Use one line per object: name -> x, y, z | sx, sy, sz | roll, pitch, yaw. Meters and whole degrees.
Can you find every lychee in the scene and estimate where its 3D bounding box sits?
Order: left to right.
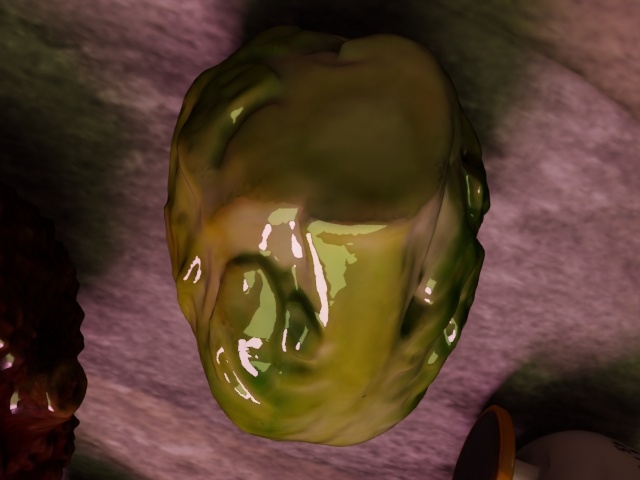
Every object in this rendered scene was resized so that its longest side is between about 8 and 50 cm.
lychee -> -0.247, 0.060, 0.517 | 0.271, 0.236, 0.236 | 12, 133, 25

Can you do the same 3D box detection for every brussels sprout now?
brussels sprout -> 0.000, 0.000, 0.473 | 0.161, 0.223, 0.223 | 11, 130, 14

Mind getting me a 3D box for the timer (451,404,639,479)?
timer -> 0.186, 0.253, 0.649 | 0.240, 0.233, 0.233 | 24, 126, -3
